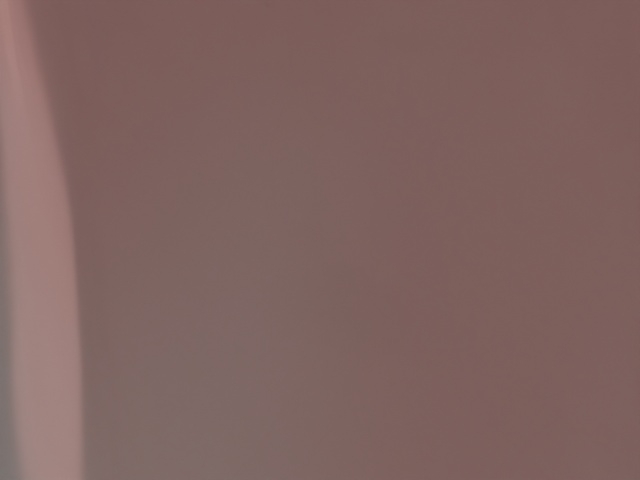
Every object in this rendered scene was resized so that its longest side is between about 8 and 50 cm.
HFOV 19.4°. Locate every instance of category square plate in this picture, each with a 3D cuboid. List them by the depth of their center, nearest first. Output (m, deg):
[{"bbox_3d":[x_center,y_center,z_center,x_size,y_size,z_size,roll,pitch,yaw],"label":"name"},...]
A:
[{"bbox_3d":[0.000,0.000,0.587,0.347,0.049,0.344,-9,86,38],"label":"square plate"}]
